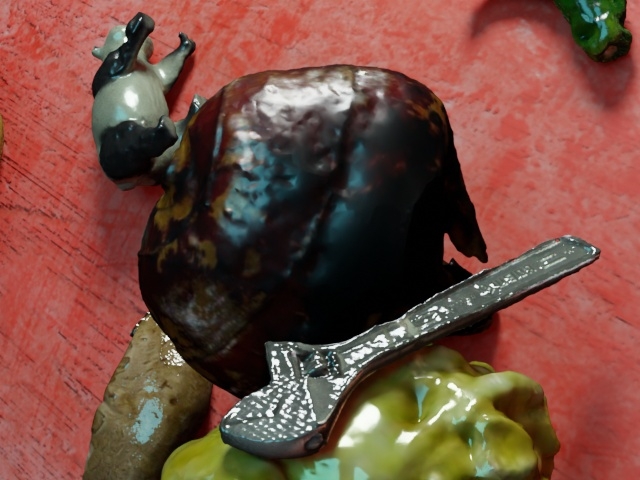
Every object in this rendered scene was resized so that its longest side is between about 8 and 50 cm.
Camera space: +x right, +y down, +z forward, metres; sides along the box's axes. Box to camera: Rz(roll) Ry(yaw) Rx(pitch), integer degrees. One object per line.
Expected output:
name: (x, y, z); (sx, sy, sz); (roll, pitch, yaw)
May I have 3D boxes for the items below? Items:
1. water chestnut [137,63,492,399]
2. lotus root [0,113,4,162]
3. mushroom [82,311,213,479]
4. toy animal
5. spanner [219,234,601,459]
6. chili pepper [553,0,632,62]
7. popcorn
water chestnut: (0.000, 0.000, 0.951); (0.244, 0.289, 0.289); (18, 81, 32)
lotus root: (-0.439, -0.086, 1.353); (0.146, 0.131, 0.303); (-11, 64, 28)
mushroom: (-0.154, 0.161, 1.096); (0.094, 0.072, 0.210); (21, 82, 29)
toy animal: (-0.189, -0.153, 1.247); (0.121, 0.093, 0.225); (-33, 56, 29)
spanner: (0.070, 0.063, 0.826); (0.325, 0.026, 0.093); (-24, 45, -24)
chili pepper: (0.202, -0.218, 1.036); (0.182, 0.050, 0.073); (39, 100, 40)
popcorn: (0.037, 0.200, 0.858); (0.285, 0.225, 0.174); (-21, 39, -17)
